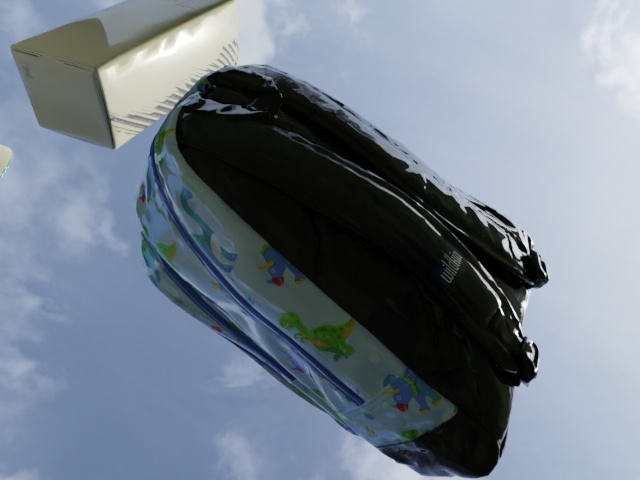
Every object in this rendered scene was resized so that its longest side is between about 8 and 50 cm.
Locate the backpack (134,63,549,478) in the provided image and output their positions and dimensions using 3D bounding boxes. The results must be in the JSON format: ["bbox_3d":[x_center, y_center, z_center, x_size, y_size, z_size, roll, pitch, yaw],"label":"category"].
[{"bbox_3d":[0.000,0.000,0.451,0.355,0.273,0.290,44,-133,-16],"label":"backpack"}]

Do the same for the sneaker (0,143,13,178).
[{"bbox_3d":[-0.443,-0.046,0.537,0.087,0.092,0.229,-25,-132,22],"label":"sneaker"}]

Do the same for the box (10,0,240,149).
[{"bbox_3d":[-0.211,-0.225,0.575,0.113,0.094,0.275,19,-135,14],"label":"box"}]
